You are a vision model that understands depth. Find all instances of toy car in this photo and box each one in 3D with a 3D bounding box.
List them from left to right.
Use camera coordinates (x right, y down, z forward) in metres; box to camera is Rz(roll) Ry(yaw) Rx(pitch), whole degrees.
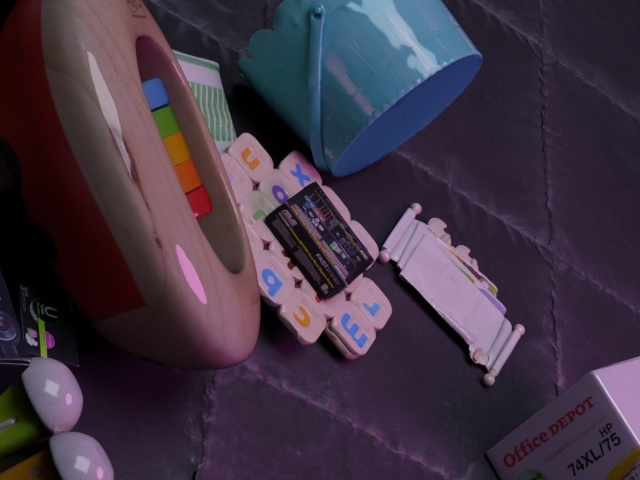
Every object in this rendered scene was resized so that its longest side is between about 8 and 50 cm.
[{"bbox_3d":[-0.264,0.201,1.517,0.182,0.159,0.136,63,3,23],"label":"toy car"}]

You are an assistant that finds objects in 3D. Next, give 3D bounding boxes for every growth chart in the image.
[{"bbox_3d":[0.172,0.062,2.203,0.237,0.021,0.172,48,34,2],"label":"growth chart"}]

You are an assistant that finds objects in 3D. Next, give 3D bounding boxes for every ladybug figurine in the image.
[{"bbox_3d":[-0.203,-0.070,1.710,0.305,0.162,0.449,-32,101,-79],"label":"ladybug figurine"}]

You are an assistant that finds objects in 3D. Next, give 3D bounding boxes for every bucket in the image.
[{"bbox_3d":[0.053,-0.221,2.147,0.183,0.281,0.281,52,35,11],"label":"bucket"}]

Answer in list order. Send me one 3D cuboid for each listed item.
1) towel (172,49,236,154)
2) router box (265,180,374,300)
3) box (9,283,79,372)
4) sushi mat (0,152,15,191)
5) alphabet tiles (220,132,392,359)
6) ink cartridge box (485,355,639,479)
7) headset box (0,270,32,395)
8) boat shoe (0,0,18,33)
[{"bbox_3d":[-0.179,-0.106,1.983,0.248,0.038,0.325,14,46,-40],"label":"towel"},{"bbox_3d":[0.000,0.000,1.997,0.122,0.038,0.092,53,28,-1],"label":"router box"},{"bbox_3d":[-0.276,0.095,1.666,0.062,0.052,0.083,18,43,-34],"label":"box"},{"bbox_3d":[-0.425,-0.161,1.668,0.151,0.019,0.316,-12,62,-52],"label":"sushi mat"},{"bbox_3d":[-0.026,0.005,2.015,0.284,0.021,0.278,51,29,-7],"label":"alphabet tiles"},{"bbox_3d":[0.376,0.300,2.028,0.197,0.198,0.270,-7,60,-49],"label":"ink cartridge box"},{"bbox_3d":[-0.382,0.060,1.417,0.131,0.246,0.283,5,52,-44],"label":"headset box"},{"bbox_3d":[-0.375,-0.261,1.860,0.127,0.113,0.340,33,37,-18],"label":"boat shoe"}]
